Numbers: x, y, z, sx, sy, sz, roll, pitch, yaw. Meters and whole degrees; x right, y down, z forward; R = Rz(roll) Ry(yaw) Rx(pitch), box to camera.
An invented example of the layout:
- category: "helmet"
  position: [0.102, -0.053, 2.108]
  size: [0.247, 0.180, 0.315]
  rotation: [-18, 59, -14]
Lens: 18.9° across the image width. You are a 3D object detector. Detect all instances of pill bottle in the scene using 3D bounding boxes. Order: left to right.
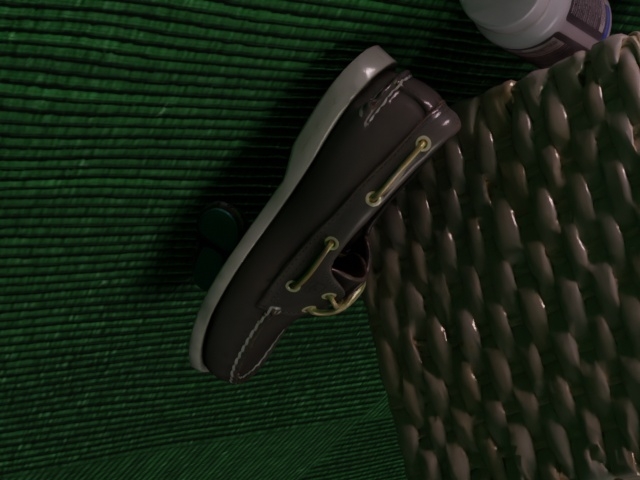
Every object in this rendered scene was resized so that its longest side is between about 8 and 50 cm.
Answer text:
- category: "pill bottle"
  position: [0.154, -0.171, 1.395]
  size: [0.078, 0.078, 0.137]
  rotation: [-42, 157, 16]

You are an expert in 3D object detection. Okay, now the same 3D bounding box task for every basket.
- category: "basket"
  position: [0.225, 0.039, 1.484]
  size: [0.328, 0.331, 0.266]
  rotation: [-21, 168, 39]

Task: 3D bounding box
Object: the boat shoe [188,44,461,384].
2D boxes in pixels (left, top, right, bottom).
- category: "boat shoe"
  position: [-0.002, 0.001, 1.431]
  size: [0.305, 0.091, 0.109]
  rotation: [-59, 169, 28]

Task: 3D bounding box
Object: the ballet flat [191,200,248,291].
- category: "ballet flat"
  position: [-0.074, -0.005, 1.470]
  size: [0.041, 0.041, 0.114]
  rotation: [-24, 156, -26]
